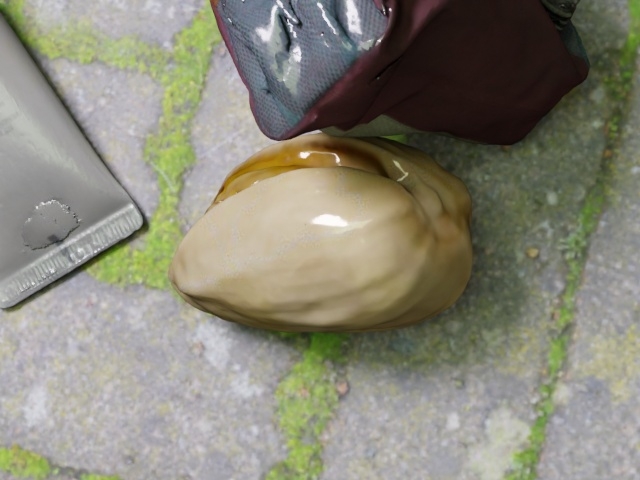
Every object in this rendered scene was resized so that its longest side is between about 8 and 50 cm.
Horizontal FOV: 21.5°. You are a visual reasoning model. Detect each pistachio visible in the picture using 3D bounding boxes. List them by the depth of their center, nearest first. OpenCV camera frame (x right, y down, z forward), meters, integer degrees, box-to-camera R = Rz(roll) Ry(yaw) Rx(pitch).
[{"bbox_3d":[0.000,0.000,1.236,0.229,0.157,0.157,-7,80,27],"label":"pistachio"}]

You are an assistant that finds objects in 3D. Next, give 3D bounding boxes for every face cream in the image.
[{"bbox_3d":[-0.274,-0.113,1.358,0.143,0.089,0.314,-30,83,8],"label":"face cream"}]

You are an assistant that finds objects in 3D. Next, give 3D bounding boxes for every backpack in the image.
[{"bbox_3d":[0.026,-0.219,1.198,0.197,0.283,0.317,-43,63,30],"label":"backpack"}]
